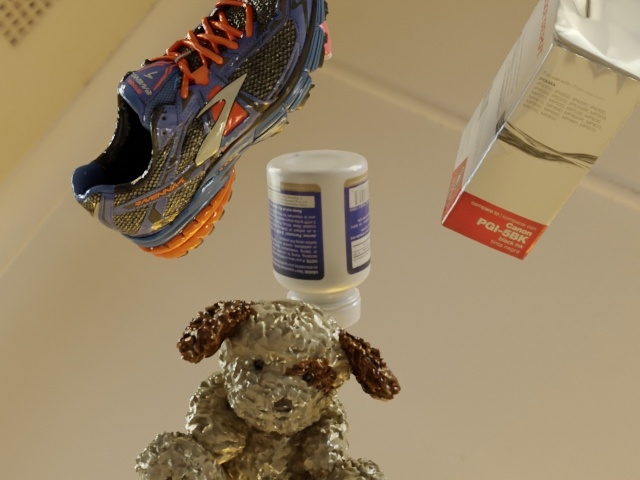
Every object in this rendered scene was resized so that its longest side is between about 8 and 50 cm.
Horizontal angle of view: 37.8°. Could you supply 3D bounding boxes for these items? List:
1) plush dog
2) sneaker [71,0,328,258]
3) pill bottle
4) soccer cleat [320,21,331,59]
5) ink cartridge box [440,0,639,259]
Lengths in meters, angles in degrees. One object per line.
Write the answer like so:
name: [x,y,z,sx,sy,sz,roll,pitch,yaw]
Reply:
plush dog: [-0.043,0.166,0.982,0.263,0.225,0.210,13,-158,-7]
sneaker: [-0.072,-0.086,0.559,0.221,0.087,0.083,-59,-135,14]
pill bottle: [0.000,0.000,1.044,0.112,0.112,0.186,4,-71,20]
soccer cleat: [-0.053,-0.274,1.178,0.083,0.095,0.248,-24,-157,-10]
ink cartridge box: [0.125,-0.072,0.521,0.056,0.135,0.099,24,-135,-2]
